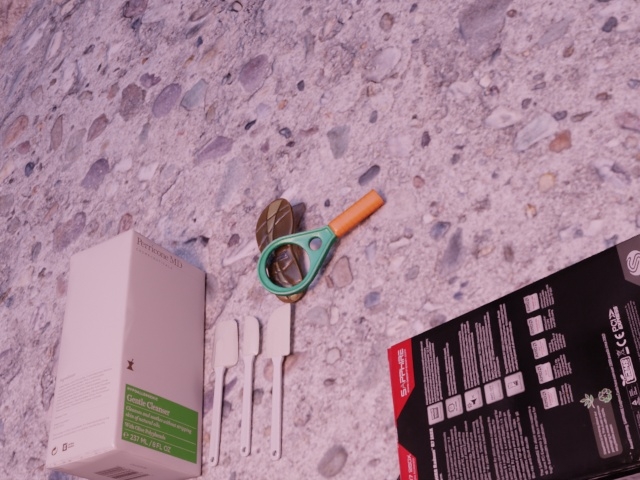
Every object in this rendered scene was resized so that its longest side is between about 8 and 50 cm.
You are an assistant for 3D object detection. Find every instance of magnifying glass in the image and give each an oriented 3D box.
[{"bbox_3d":[0.000,0.000,1.287,0.231,0.026,0.092,-37,70,-1],"label":"magnifying glass"}]

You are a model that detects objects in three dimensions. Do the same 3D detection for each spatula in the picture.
[{"bbox_3d":[-0.114,0.228,1.284,0.168,0.019,0.242,-15,61,30],"label":"spatula"}]

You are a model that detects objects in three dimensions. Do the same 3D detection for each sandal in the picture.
[{"bbox_3d":[-0.059,0.019,1.340,0.072,0.049,0.180,-21,69,18],"label":"sandal"}]

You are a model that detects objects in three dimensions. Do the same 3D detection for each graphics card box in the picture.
[{"bbox_3d":[0.245,0.170,0.908,0.371,0.094,0.233,-32,47,37],"label":"graphics card box"}]

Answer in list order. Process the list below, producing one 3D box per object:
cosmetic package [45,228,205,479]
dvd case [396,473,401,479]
[{"bbox_3d":[-0.304,0.194,1.325,0.155,0.197,0.366,-21,56,27],"label":"cosmetic package"},{"bbox_3d":[0.169,0.323,1.003,0.180,0.022,0.253,27,84,43],"label":"dvd case"}]
